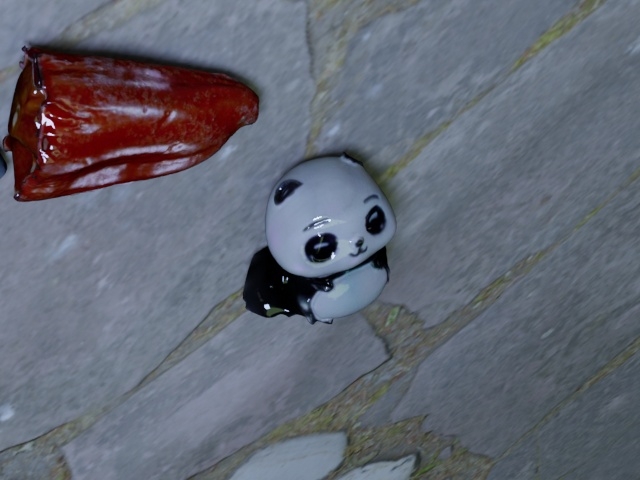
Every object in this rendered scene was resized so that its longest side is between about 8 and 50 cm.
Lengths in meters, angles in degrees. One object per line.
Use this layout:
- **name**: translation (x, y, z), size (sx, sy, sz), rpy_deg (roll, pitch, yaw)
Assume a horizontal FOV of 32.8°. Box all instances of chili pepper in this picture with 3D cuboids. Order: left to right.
- **chili pepper**: translation (-0.175, -0.105, 1.032), size (0.252, 0.136, 0.144), rpy_deg (-3, 106, -35)

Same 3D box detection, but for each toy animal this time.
- **toy animal**: translation (0.000, 0.000, 1.194), size (0.166, 0.138, 0.179), rpy_deg (-26, 146, -27)

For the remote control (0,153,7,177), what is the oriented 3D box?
- **remote control**: translation (-0.385, -0.171, 0.900), size (0.107, 0.044, 0.378), rpy_deg (-26, 138, -8)
